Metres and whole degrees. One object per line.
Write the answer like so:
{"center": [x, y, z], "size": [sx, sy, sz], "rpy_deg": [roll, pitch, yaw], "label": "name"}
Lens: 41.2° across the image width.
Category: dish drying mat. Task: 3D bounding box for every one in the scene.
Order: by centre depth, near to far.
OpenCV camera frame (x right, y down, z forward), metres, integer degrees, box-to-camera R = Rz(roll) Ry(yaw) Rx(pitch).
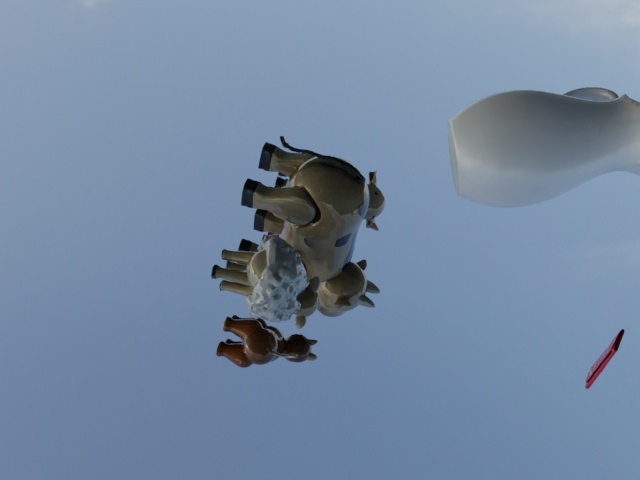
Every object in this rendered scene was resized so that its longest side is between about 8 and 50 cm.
{"center": [0.303, 0.127, 0.911], "size": [0.008, 0.083, 0.032], "rpy_deg": [27, -126, 13], "label": "dish drying mat"}

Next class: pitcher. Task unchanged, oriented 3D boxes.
{"center": [0.245, -0.116, 0.939], "size": [0.207, 0.125, 0.178], "rpy_deg": [-8, -150, 4], "label": "pitcher"}

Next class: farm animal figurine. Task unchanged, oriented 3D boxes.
{"center": [0.000, 0.000, 1.044], "size": [0.172, 0.327, 0.330], "rpy_deg": [14, -118, 5], "label": "farm animal figurine"}
